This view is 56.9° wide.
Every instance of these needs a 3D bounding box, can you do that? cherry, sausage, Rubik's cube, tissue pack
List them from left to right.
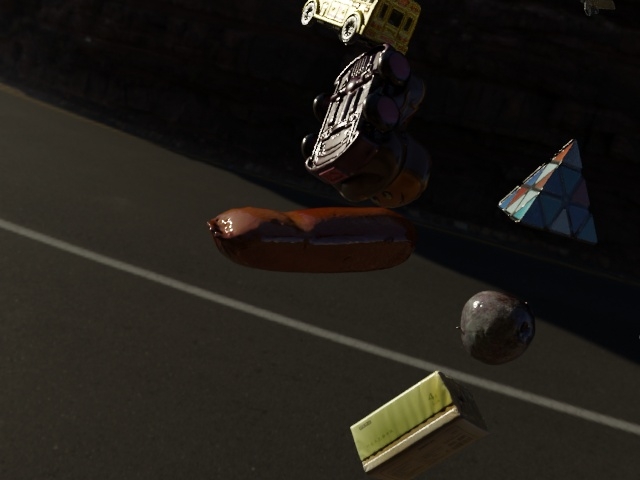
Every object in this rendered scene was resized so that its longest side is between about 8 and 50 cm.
[{"bbox_3d":[0.000,0.000,0.870,0.349,0.093,0.097,-2,28,-31],"label":"sausage"},{"bbox_3d":[0.206,0.390,1.219,0.159,0.234,0.125,35,23,-45],"label":"tissue pack"},{"bbox_3d":[0.450,0.223,1.500,0.195,0.195,0.195,11,18,-4],"label":"cherry"},{"bbox_3d":[0.575,-0.080,1.560,0.250,0.284,0.234,41,-17,-22],"label":"Rubik's cube"}]

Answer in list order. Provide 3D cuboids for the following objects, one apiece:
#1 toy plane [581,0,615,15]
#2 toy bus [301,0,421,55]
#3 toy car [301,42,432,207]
[{"bbox_3d":[0.650,-0.661,1.488,0.160,0.234,0.082,-28,-2,-43],"label":"toy plane"},{"bbox_3d":[0.088,-0.541,1.405,0.144,0.152,0.330,12,21,-34],"label":"toy bus"},{"bbox_3d":[0.128,-0.234,1.276,0.241,0.340,0.271,30,-25,-26],"label":"toy car"}]
